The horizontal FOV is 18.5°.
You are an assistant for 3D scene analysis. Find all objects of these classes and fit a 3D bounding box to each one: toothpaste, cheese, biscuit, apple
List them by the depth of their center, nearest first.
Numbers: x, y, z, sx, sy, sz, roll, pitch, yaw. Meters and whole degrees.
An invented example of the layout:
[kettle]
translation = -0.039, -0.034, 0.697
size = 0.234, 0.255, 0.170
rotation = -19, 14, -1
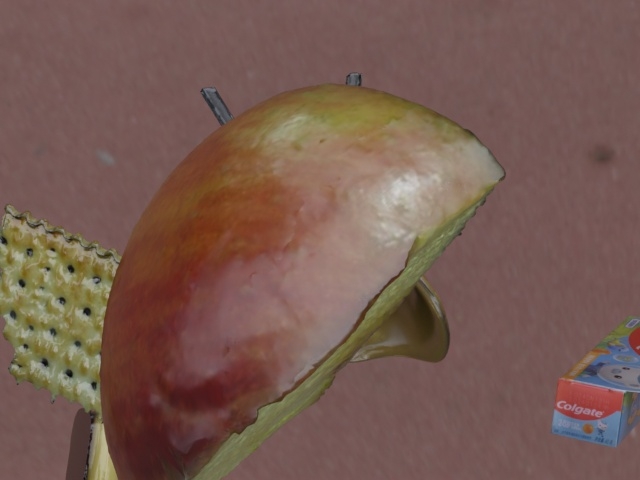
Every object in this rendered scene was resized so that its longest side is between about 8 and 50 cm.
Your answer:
[apple]
translation = -0.036, 0.040, 1.207
size = 0.179, 0.346, 0.254
rotation = 8, 59, -23
[toothpaste]
translation = 0.230, 0.102, 1.429
size = 0.070, 0.193, 0.044
rotation = 11, 106, 21
[biscuit]
translation = -0.162, 0.071, 1.471
size = 0.203, 0.144, 0.016
rotation = 22, 26, 9
[cheese]
translation = -0.178, 0.212, 1.535
size = 0.036, 0.086, 0.162
rotation = 8, 86, -17

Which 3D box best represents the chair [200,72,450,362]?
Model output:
[chair]
translation = 0.000, 0.000, 1.651
size = 0.172, 0.158, 0.247
rotation = -7, 50, -6
